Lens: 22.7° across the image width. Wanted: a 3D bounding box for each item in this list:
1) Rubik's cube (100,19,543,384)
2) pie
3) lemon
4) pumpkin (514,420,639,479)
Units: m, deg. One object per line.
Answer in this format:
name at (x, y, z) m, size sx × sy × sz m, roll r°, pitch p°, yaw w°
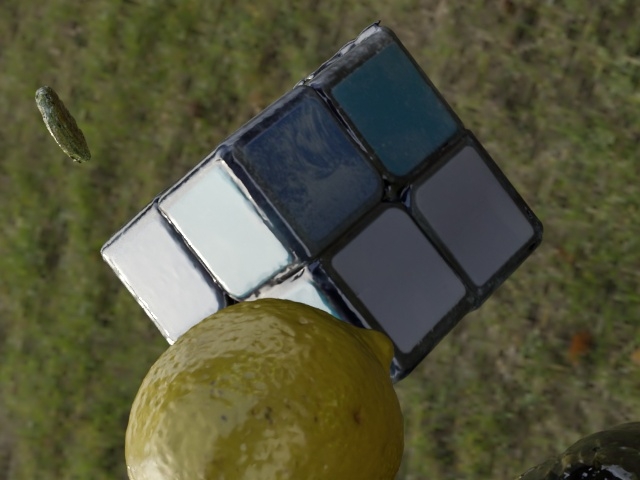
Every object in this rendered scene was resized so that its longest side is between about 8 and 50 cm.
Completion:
Rubik's cube at (0.000, 0.000, 1.798) m, size 0.318 × 0.313 × 0.316 m, roll 51°, pitch 140°, yaw -3°
pie at (-0.246, -0.110, 1.525) m, size 0.020 × 0.084 × 0.084 m, roll -30°, pitch 44°, yaw 3°
lemon at (-0.042, 0.166, 1.377) m, size 0.253 × 0.228 × 0.228 m, roll -44°, pitch 16°, yaw -33°
pumpkin at (0.320, 0.401, 1.753) m, size 0.344 × 0.454 × 0.454 m, roll 54°, pitch 128°, yaw 19°
